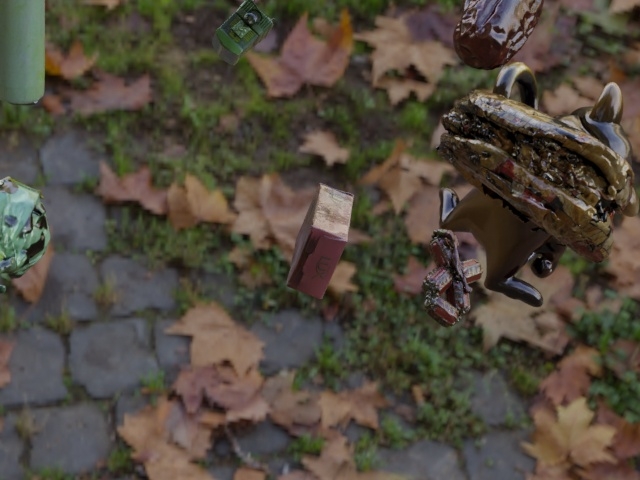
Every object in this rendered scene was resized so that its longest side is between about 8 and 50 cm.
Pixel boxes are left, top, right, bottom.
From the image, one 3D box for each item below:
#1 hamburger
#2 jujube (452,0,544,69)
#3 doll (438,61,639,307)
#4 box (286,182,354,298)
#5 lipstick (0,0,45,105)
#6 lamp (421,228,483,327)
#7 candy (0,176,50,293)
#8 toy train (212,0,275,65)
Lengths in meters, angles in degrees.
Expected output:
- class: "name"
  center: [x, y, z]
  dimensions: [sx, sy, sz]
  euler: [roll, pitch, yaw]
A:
- class: "hamburger"
  center: [0.231, -0.072, 1.470]
  dimensions: [0.231, 0.231, 0.107]
  euler: [31, 92, 17]
- class: "jujube"
  center: [0.163, -0.210, 1.282]
  dimensions: [0.077, 0.077, 0.129]
  euler: [24, 49, 11]
- class: "doll"
  center: [0.317, -0.093, 2.043]
  dimensions: [0.339, 0.209, 0.318]
  euler: [-32, 103, -36]
- class: "box"
  center: [0.000, 0.000, 1.981]
  dimensions: [0.060, 0.111, 0.156]
  euler: [22, 30, -6]
- class: "lipstick"
  center: [-0.398, -0.317, 1.805]
  dimensions: [0.076, 0.304, 0.076]
  euler: [5, 38, -4]
- class: "lamp"
  center: [0.115, 0.038, 1.239]
  dimensions: [0.063, 0.031, 0.083]
  euler: [38, 54, -20]
- class: "candy"
  center: [-0.296, 0.039, 1.187]
  dimensions: [0.083, 0.091, 0.305]
  euler: [18, 27, -7]
- class: "toy train"
  center: [-0.077, -0.202, 1.335]
  dimensions: [0.056, 0.093, 0.038]
  euler: [-44, 95, -6]
